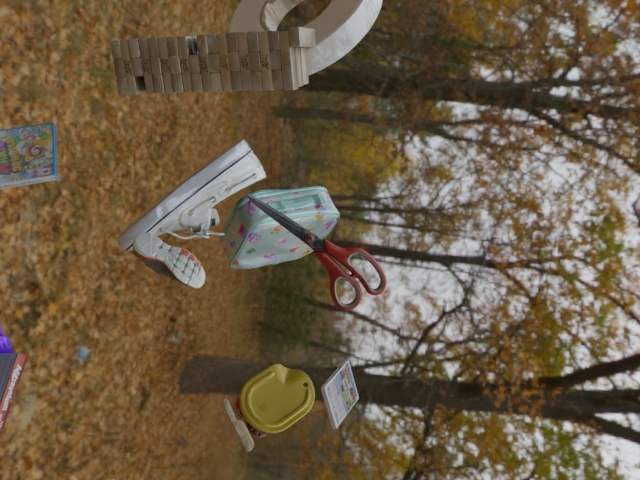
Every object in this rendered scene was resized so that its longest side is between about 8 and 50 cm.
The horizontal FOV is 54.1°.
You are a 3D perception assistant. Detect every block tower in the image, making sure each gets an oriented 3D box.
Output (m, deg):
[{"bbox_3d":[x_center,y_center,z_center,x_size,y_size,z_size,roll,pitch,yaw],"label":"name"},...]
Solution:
[{"bbox_3d":[-0.179,-0.289,1.021,0.091,0.335,0.097,-52,139,-67],"label":"block tower"}]

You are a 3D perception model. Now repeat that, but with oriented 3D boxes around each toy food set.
[{"bbox_3d":[-0.114,0.351,1.322,0.128,0.218,0.071,51,-42,16],"label":"toy food set"}]

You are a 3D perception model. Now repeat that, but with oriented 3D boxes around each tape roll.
[{"bbox_3d":[-0.040,-0.550,1.497,0.072,0.392,0.392,49,36,-48],"label":"tape roll"}]

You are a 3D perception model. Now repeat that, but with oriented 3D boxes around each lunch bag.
[{"bbox_3d":[-0.098,-0.040,1.562,0.108,0.279,0.224,60,-39,25],"label":"lunch bag"}]

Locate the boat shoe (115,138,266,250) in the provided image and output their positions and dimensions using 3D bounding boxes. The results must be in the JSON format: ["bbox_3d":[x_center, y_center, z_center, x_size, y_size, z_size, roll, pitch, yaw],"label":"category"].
[{"bbox_3d":[-0.274,-0.063,1.421,0.156,0.367,0.136,54,-13,-15],"label":"boat shoe"}]

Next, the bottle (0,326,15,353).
[{"bbox_3d":[-0.827,0.227,1.506,0.092,0.282,0.118,-16,134,-56],"label":"bottle"}]

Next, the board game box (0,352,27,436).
[{"bbox_3d":[-0.618,0.337,1.099,0.027,0.145,0.281,49,42,-52],"label":"board game box"}]

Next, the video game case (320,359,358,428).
[{"bbox_3d":[0.040,0.300,1.228,0.122,0.011,0.087,-32,109,-61],"label":"video game case"}]

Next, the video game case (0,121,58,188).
[{"bbox_3d":[-0.512,-0.132,1.008,0.015,0.166,0.119,94,-17,-57],"label":"video game case"}]

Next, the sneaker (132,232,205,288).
[{"bbox_3d":[-0.297,0.044,1.222,0.065,0.158,0.061,-42,-166,52],"label":"sneaker"}]

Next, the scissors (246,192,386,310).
[{"bbox_3d":[0.000,0.000,1.116,0.109,0.297,0.021,-40,-169,-1],"label":"scissors"}]
